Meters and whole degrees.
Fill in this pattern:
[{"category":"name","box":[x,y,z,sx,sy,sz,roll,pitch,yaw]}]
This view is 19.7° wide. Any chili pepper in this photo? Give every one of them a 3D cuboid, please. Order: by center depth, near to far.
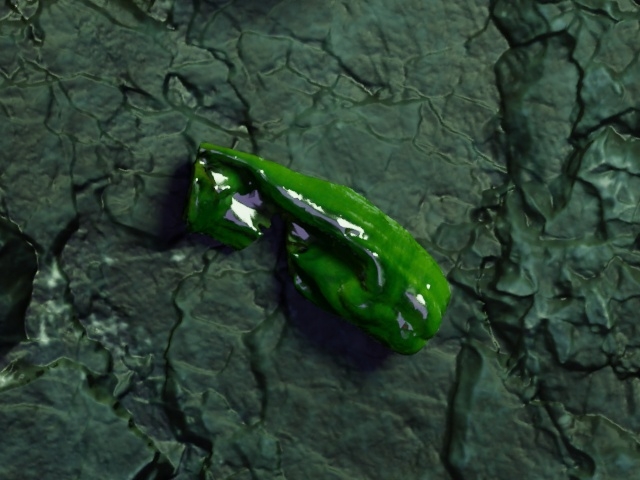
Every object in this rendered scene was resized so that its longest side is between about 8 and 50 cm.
[{"category":"chili pepper","box":[-0.001,0.001,1.513,0.253,0.083,0.099,31,105,-9]}]
